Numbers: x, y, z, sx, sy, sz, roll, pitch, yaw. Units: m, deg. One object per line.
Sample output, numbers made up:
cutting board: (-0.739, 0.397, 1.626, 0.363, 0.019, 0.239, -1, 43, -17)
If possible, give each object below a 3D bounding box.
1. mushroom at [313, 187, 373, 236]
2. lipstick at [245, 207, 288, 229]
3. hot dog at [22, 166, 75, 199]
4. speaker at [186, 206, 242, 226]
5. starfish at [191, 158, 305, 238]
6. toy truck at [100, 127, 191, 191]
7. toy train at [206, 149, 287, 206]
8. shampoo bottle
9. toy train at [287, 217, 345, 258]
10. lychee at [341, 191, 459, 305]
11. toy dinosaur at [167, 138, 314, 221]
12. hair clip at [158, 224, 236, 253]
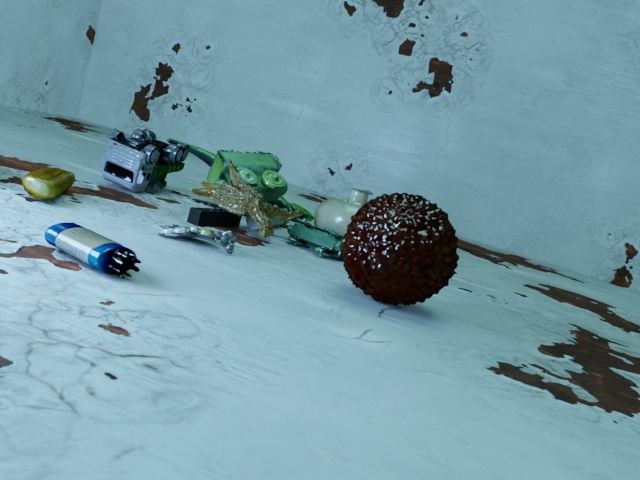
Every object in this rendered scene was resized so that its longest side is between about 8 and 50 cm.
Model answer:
mushroom: (0.104, -0.072, 2.029, 0.245, 0.203, 0.246, 21, -1, 0)
lipstick: (-0.161, -0.070, 1.989, 0.059, 0.059, 0.264, 18, 9, 14)
hot dog: (-0.657, -0.140, 1.535, 0.087, 0.061, 0.286, 18, 7, -8)
speaker: (-0.294, -0.066, 1.771, 0.040, 0.046, 0.191, 22, 11, 27)
starfish: (-0.214, -0.130, 1.824, 0.293, 0.084, 0.301, 31, 30, 10)
toy truck: (-0.556, -0.253, 2.031, 0.176, 0.178, 0.363, 22, 10, 7)
toy train: (-0.243, -0.198, 2.116, 0.271, 0.159, 0.188, -3, 48, -37)
shampoo bottle: (-0.386, 0.017, 1.086, 0.182, 0.050, 0.087, 21, 7, 29)
toy train: (0.000, -0.001, 1.812, 0.200, 0.083, 0.132, 23, 1, 39)
lychee: (0.179, 0.021, 1.412, 0.264, 0.265, 0.300, 18, 5, 10)
toy dinosaur: (-0.287, -0.197, 2.258, 0.374, 0.144, 0.499, 41, 17, 36)
hair clip: (-0.281, -0.008, 1.473, 0.172, 0.049, 0.116, 10, -6, 15)
